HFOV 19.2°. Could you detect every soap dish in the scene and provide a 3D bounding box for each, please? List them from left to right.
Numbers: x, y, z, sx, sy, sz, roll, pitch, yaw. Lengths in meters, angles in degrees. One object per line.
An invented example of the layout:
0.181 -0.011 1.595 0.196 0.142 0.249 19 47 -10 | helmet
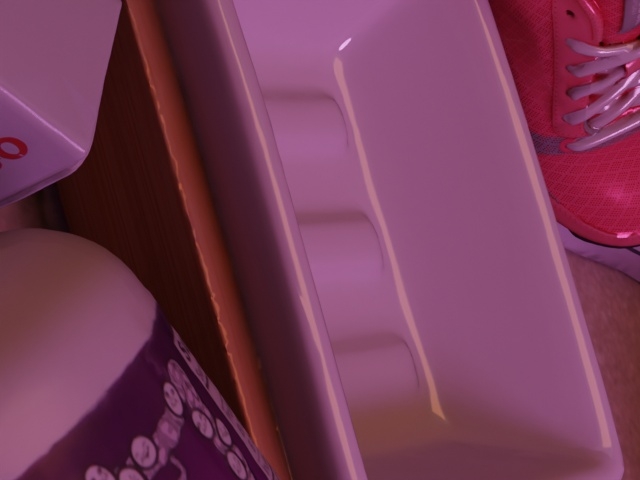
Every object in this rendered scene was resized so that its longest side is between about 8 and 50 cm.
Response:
0.000 0.000 0.789 0.229 0.118 0.291 -4 74 -54 | soap dish

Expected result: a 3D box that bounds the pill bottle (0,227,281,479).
-0.091 0.105 0.565 0.301 0.169 0.169 56 36 -15 | pill bottle

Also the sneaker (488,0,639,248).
0.117 -0.108 0.886 0.314 0.116 0.136 64 -10 -31 | sneaker

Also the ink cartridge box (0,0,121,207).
-0.170 -0.077 0.599 0.175 0.127 0.072 39 43 -35 | ink cartridge box

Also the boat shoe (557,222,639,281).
0.232 -0.030 1.127 0.301 0.102 0.108 20 56 -46 | boat shoe
